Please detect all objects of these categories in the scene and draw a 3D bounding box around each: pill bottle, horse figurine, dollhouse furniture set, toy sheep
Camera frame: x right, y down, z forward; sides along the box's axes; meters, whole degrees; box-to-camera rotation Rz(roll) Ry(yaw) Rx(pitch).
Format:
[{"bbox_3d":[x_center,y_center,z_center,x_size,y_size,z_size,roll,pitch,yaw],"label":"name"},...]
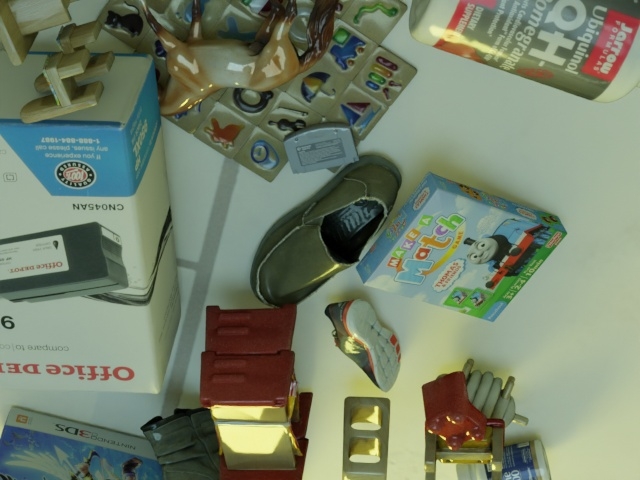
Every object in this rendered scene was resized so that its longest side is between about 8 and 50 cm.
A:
[{"bbox_3d":[0.246,0.312,2.068,0.120,0.067,0.067,-14,119,11],"label":"pill bottle"},{"bbox_3d":[-0.098,-0.227,1.748,0.263,0.066,0.174,-5,115,8],"label":"horse figurine"},{"bbox_3d":[0.270,-0.252,1.663,0.318,0.176,0.176,17,120,-8],"label":"pill bottle"},{"bbox_3d":[0.044,0.200,1.925,0.374,0.152,0.201,0,138,5],"label":"dollhouse furniture set"},{"bbox_3d":[0.210,0.209,1.999,0.132,0.091,0.091,23,121,10],"label":"toy sheep"},{"bbox_3d":[-0.333,-0.264,1.645,0.161,0.242,0.212,-14,119,11],"label":"dollhouse furniture set"}]

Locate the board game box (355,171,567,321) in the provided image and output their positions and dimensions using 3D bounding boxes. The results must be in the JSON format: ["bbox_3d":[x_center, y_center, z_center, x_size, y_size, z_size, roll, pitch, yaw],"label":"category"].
[{"bbox_3d":[0.172,0.012,1.866,0.211,0.039,0.160,17,123,-32],"label":"board game box"}]

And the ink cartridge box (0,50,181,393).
[{"bbox_3d":[-0.330,-0.015,1.815,0.285,0.166,0.395,2,127,6],"label":"ink cartridge box"}]

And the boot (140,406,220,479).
[{"bbox_3d":[-0.126,0.294,2.048,0.083,0.246,0.161,-22,75,37],"label":"boot"}]

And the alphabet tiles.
[{"bbox_3d":[-0.074,-0.226,1.792,0.342,0.011,0.285,31,118,-15],"label":"alphabet tiles"}]

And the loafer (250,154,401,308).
[{"bbox_3d":[0.000,0.000,1.879,0.094,0.087,0.251,34,117,-17],"label":"loafer"}]

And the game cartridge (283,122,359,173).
[{"bbox_3d":[0.000,-0.112,1.842,0.083,0.017,0.056,-11,124,9],"label":"game cartridge"}]

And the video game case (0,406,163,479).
[{"bbox_3d":[-0.318,0.350,1.998,0.244,0.269,0.061,14,124,-6],"label":"video game case"}]

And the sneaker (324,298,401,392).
[{"bbox_3d":[0.053,0.131,1.986,0.065,0.061,0.158,5,135,37],"label":"sneaker"}]
